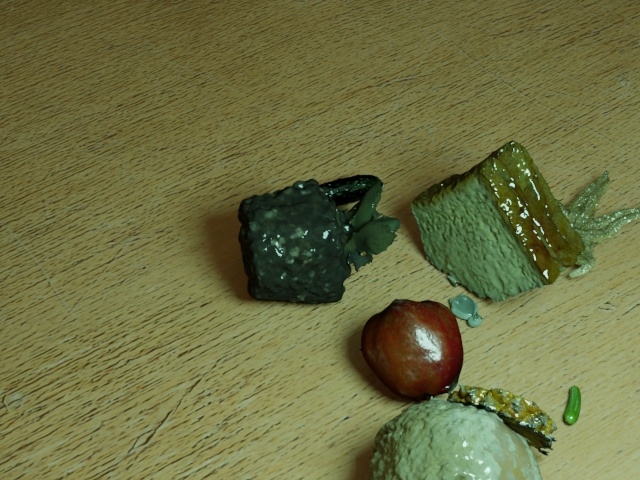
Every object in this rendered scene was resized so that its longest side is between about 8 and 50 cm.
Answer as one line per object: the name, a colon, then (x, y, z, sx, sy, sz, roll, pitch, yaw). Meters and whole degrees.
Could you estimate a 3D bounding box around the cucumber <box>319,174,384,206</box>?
cucumber: (0.026, -0.098, 2.296, 0.245, 0.067, 0.067, -20, 51, -18)

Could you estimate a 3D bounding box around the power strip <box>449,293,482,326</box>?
power strip: (0.287, 0.133, 2.120, 0.055, 0.035, 0.083, -19, 49, -19)

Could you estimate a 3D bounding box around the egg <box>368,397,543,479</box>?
egg: (0.218, 0.391, 1.733, 0.279, 0.279, 0.310, -27, 29, -25)

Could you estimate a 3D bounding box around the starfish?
starfish: (0.529, -0.044, 2.278, 0.302, 0.060, 0.299, -23, 46, -15)

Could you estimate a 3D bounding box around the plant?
plant: (0.000, 0.000, 2.110, 0.312, 0.213, 0.215, -8, 44, -14)

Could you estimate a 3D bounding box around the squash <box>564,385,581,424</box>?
squash: (0.464, 0.301, 1.980, 0.027, 0.027, 0.089, 16, 45, 12)

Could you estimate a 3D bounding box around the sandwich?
sandwich: (0.329, -0.021, 2.097, 0.131, 0.325, 0.262, -35, 93, -30)

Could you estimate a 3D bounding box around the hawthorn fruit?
hawthorn fruit: (0.175, 0.210, 1.962, 0.185, 0.185, 0.202, -12, 66, -14)

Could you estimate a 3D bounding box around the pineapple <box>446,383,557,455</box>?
pineapple: (0.315, 0.305, 1.856, 0.221, 0.221, 0.047, 20, 70, 14)
